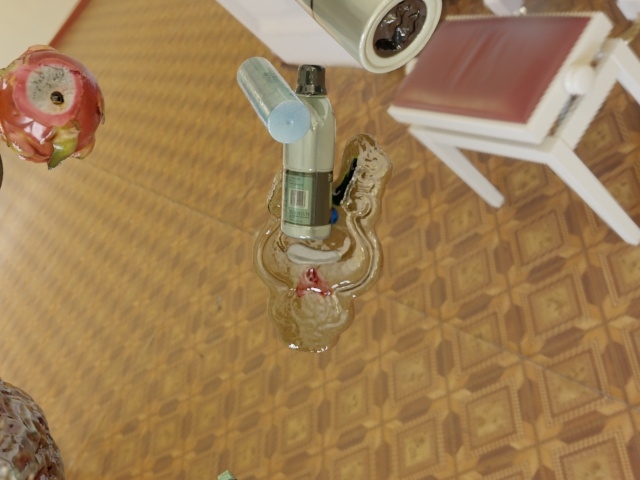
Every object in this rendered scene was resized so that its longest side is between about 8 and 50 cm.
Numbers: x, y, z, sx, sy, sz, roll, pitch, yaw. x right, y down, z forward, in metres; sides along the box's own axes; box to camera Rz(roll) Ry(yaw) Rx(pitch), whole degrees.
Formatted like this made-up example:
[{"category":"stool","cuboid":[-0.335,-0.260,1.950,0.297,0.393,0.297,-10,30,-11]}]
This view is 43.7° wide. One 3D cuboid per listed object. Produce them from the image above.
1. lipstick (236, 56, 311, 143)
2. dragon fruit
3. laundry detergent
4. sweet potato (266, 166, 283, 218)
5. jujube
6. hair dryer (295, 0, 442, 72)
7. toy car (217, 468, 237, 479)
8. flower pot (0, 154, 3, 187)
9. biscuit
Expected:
[{"category":"lipstick","cuboid":[-0.054,-0.156,0.871,0.048,0.048,0.158,-47,32,10]},{"category":"dragon fruit","cuboid":[-0.507,-0.242,1.471,0.224,0.224,0.227,-65,8,-19]},{"category":"laundry detergent","cuboid":[-0.016,-0.118,1.054,0.099,0.070,0.226,-117,28,-78]},{"category":"sweet potato","cuboid":[-0.049,-0.094,1.436,0.062,0.081,0.233,-61,7,-21]},{"category":"jujube","cuboid":[-0.423,0.263,0.930,0.226,0.226,0.317,-57,29,-7]},{"category":"hair dryer","cuboid":[0.081,-0.397,0.914,0.203,0.128,0.362,51,135,28]},{"category":"toy car","cuboid":[-0.136,0.424,1.127,0.136,0.306,0.125,-32,67,-10]},{"category":"flower pot","cuboid":[-0.807,-0.150,1.663,0.148,0.235,0.235,11,68,43]},{"category":"biscuit","cuboid":[0.009,0.001,1.133,0.320,0.183,0.047,-59,-12,6]}]
